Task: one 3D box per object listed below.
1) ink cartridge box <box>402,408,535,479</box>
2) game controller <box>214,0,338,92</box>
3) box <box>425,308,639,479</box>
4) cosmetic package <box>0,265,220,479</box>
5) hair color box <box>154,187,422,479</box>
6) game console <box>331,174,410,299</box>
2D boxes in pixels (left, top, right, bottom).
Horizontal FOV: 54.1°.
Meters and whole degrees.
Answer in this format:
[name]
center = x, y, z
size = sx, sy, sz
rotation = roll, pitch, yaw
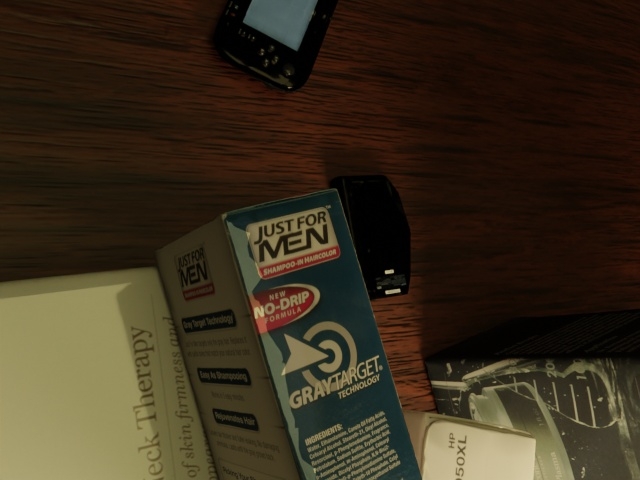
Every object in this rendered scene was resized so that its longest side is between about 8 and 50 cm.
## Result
[ink cartridge box]
center = 0.052, 0.353, 0.769
size = 0.166, 0.395, 0.285
rotation = 17, 72, -27
[game controller]
center = -0.060, -0.401, 1.050
size = 0.166, 0.067, 0.319
rotation = 28, 67, -24
[box]
center = 0.473, 0.366, 0.973
size = 0.297, 0.471, 0.480
rotation = -14, 88, -31
[cosmetic package]
center = -0.244, 0.212, 0.662
size = 0.393, 0.327, 0.329
rotation = -5, 83, -31
[hair color box]
center = -0.020, 0.149, 0.513
size = 0.105, 0.174, 0.347
rotation = -16, 89, -33
[game console]
center = 0.000, 0.000, 1.020
size = 0.361, 0.044, 0.213
rotation = -4, 81, -32
